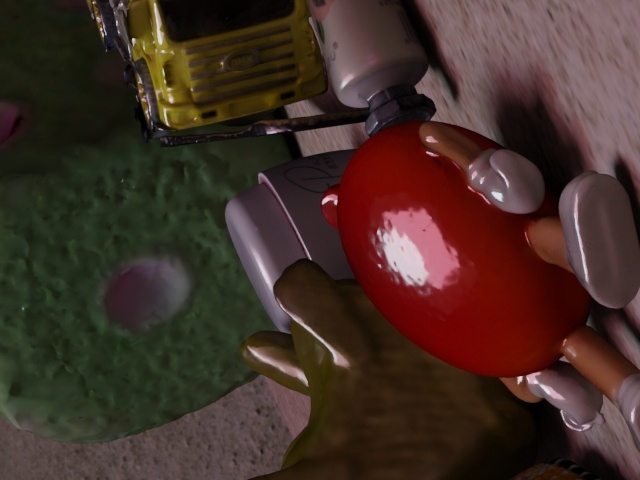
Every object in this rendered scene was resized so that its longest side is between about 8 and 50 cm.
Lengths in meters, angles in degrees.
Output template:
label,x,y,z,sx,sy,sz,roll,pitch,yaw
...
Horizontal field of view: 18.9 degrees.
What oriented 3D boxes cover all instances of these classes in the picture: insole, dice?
label,x,y,z,sx,sy,sz,roll,pitch,yaw
insole,-0.031,-0.074,1.247,0.348,0.119,0.009,-173,75,-76
dice,-0.198,-0.043,1.693,0.330,0.322,0.318,54,167,49

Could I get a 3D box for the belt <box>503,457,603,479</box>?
label,x,y,z,sx,sy,sz,roll,pitch,yaw
belt,0.136,0.251,1.004,0.257,0.150,0.207,62,163,11

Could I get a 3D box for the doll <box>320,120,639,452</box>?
label,x,y,z,sx,sy,sz,roll,pitch,yaw
doll,0.081,0.016,0.862,0.217,0.085,0.183,21,141,54

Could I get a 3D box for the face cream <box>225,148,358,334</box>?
label,x,y,z,sx,sy,sz,roll,pitch,yaw
face cream,0.000,0.000,1.279,0.117,0.104,0.117,62,173,13

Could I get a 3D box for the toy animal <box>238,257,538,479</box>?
label,x,y,z,sx,sy,sz,roll,pitch,yaw
toy animal,0.034,0.152,1.226,0.363,0.180,0.181,96,177,-68

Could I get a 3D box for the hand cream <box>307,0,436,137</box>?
label,x,y,z,sx,sy,sz,roll,pitch,yaw
hand cream,0.001,-0.161,0.993,0.080,0.050,0.234,74,175,-71

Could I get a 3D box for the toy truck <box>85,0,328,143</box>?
label,x,y,z,sx,sy,sz,roll,pitch,yaw
toy truck,-0.089,-0.188,1.228,0.272,0.124,0.157,-120,18,-56

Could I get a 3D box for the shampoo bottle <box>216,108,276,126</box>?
label,x,y,z,sx,sy,sz,roll,pitch,yaw
shampoo bottle,-0.081,-0.151,1.445,0.162,0.079,0.079,55,168,55
